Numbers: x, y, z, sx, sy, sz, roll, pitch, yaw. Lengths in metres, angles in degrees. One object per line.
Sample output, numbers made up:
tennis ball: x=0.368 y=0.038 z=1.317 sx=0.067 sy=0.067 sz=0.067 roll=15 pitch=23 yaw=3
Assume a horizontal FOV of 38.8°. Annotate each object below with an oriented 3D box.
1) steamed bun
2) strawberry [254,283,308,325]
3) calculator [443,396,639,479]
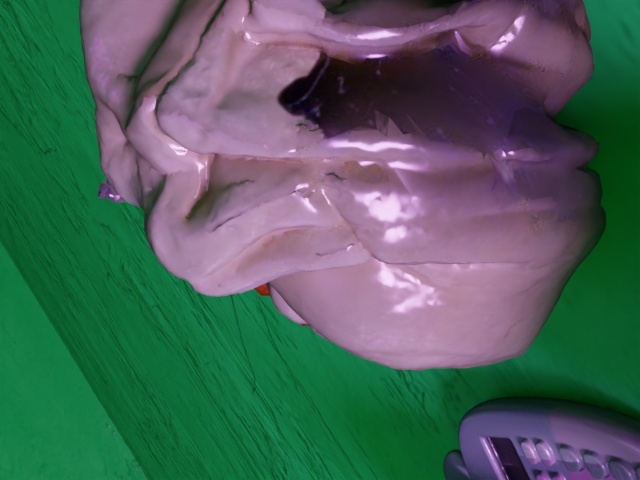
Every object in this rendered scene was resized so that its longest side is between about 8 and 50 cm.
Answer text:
steamed bun: x=0.034 y=-0.078 z=0.496 sx=0.320 sy=0.275 sz=0.206 roll=31 pitch=150 yaw=-24
strawberry: x=0.003 y=-0.008 z=0.782 sx=0.228 sy=0.098 sz=0.174 roll=34 pitch=145 yaw=37
calculator: x=0.197 y=0.205 z=0.713 sx=0.299 sy=0.041 sz=0.185 roll=-18 pitch=100 yaw=61
